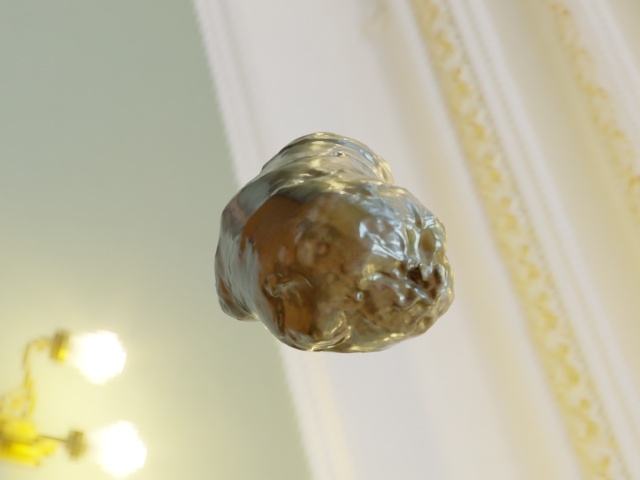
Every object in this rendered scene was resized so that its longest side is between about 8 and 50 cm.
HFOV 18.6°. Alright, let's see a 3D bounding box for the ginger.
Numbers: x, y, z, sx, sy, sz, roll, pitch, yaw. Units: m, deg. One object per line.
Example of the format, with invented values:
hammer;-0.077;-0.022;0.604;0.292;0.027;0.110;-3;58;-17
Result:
ginger;0.002;0.000;0.827;0.190;0.095;0.069;-140;-145;-71
